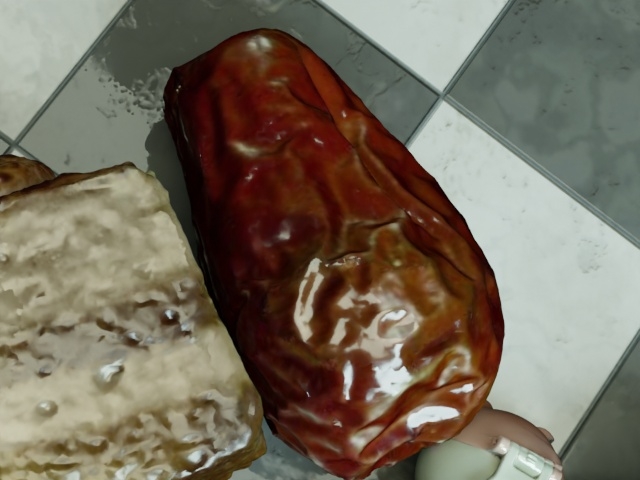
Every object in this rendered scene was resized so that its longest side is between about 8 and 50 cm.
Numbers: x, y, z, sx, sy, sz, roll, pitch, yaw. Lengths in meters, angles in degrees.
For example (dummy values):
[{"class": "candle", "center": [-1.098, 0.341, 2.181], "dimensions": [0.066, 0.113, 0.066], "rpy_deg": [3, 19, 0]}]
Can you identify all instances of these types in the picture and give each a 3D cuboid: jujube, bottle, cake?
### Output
[{"class": "jujube", "center": [0.000, 0.000, 1.130], "dimensions": [0.216, 0.216, 0.342], "rpy_deg": [-26, 70, -14]}, {"class": "bottle", "center": [0.101, 0.232, 1.142], "dimensions": [0.147, 0.147, 0.236], "rpy_deg": [31, 71, -5]}, {"class": "cake", "center": [-0.183, 0.061, 1.092], "dimensions": [0.199, 0.196, 0.293], "rpy_deg": [-20, 80, -15]}]
